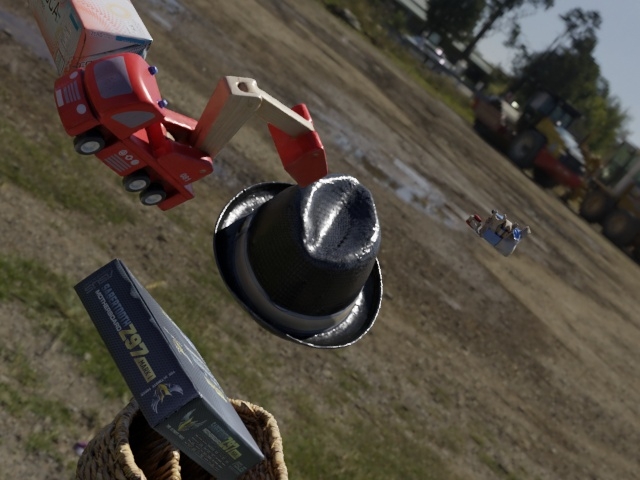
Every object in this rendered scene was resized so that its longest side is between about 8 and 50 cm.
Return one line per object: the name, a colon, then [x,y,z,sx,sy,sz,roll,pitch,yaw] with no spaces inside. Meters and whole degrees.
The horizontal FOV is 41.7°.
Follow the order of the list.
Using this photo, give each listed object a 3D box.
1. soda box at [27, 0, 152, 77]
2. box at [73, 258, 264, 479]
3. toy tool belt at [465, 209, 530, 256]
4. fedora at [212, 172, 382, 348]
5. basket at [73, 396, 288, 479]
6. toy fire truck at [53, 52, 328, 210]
soda box: [-0.211,-0.207,0.735,0.063,0.058,0.183,1,44,-39]
box: [-0.153,0.145,0.886,0.183,0.059,0.232,52,-7,31]
toy tool belt: [0.247,-0.020,1.160,0.083,0.051,0.052,37,16,-18]
fedora: [0.000,0.000,1.299,0.334,0.152,0.334,22,44,-22]
basket: [-0.194,0.313,1.182,0.213,0.223,0.299,49,6,-18]
toy fire truck: [-0.082,-0.079,0.599,0.192,0.135,0.047,50,18,-63]
